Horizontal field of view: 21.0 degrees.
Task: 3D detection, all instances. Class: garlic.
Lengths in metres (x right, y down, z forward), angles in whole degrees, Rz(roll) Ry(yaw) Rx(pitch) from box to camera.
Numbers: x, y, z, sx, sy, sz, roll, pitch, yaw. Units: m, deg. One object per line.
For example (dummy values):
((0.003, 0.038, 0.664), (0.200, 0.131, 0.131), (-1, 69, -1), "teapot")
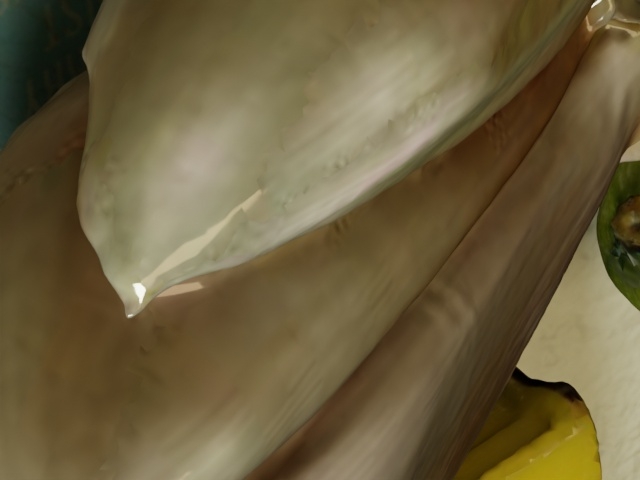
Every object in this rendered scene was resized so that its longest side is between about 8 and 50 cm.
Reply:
((0.001, 0.000, 0.491), (0.325, 0.132, 0.279), (-45, 150, -34), "garlic")

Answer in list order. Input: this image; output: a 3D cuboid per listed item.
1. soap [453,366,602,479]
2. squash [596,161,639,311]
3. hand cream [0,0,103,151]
((-0.031, 0.183, 0.657), (0.324, 0.096, 0.204), (-32, 135, -20), "soap")
((0.213, -0.024, 0.704), (0.247, 0.132, 0.132), (-20, 130, -27), "squash")
((-0.090, -0.094, 0.432), (0.111, 0.070, 0.312), (-39, 142, -27), "hand cream")
